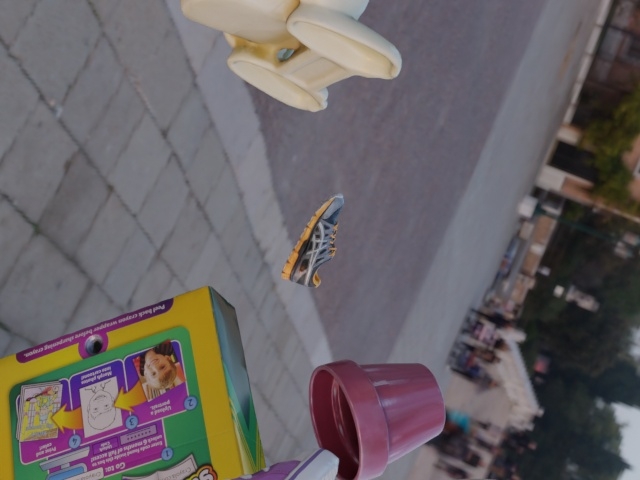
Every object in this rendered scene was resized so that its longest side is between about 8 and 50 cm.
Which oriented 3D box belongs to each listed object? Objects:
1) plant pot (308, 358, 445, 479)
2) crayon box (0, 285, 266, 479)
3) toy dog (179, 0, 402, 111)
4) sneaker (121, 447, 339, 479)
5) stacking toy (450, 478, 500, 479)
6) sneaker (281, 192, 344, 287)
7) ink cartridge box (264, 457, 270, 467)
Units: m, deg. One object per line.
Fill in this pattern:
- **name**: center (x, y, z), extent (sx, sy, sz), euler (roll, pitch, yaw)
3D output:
- **plant pot**: center (0.100, 0.287, 1.677), extent (0.180, 0.201, 0.201), euler (-11, 136, -24)
- **crayon box**: center (-0.271, 0.270, 1.370), extent (0.106, 0.362, 0.313), euler (52, 21, -60)
- **toy dog**: center (-0.025, -0.441, 1.396), extent (0.284, 0.395, 0.408), euler (-26, -137, 67)
- **sneaker**: center (-0.118, 0.269, 1.016), extent (0.282, 0.161, 0.102), euler (-33, 150, -34)
- **stacking toy**: center (0.197, 0.468, 1.221), extent (0.141, 0.141, 0.330), euler (1, 88, -76)
- **sneaker**: center (0.000, 0.000, 2.031), extent (0.215, 0.083, 0.084), euler (-62, 178, 20)
- **ink cartridge box**: center (-0.180, 0.363, 1.521), extent (0.232, 0.189, 0.066), euler (59, 11, -32)
